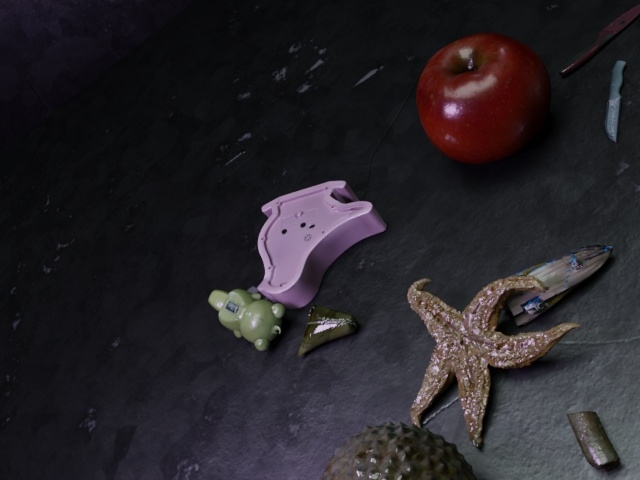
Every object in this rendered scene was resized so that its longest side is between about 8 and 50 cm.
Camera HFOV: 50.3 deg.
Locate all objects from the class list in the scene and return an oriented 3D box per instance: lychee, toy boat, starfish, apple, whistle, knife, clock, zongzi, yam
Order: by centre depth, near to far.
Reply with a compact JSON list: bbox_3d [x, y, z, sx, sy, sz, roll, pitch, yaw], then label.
[{"bbox_3d":[0.103,0.386,0.959,0.255,0.274,0.255,-2,82,17],"label":"lychee"},{"bbox_3d":[0.390,0.282,0.976,0.043,0.043,0.094,-27,45,16],"label":"yam"},{"bbox_3d":[0.255,0.190,1.126,0.299,0.060,0.302,17,86,37],"label":"starfish"},{"bbox_3d":[0.394,0.063,1.141,0.210,0.066,0.084,-30,70,8],"label":"toy boat"},{"bbox_3d":[0.571,-0.273,1.323,0.028,0.015,0.210,1,57,31],"label":"knife"},{"bbox_3d":[0.013,0.191,1.337,0.104,0.052,0.113,13,78,36],"label":"zongzi"},{"bbox_3d":[0.327,-0.283,1.364,0.260,0.216,0.260,-21,45,22],"label":"apple"},{"bbox_3d":[0.598,-0.428,1.433,0.247,0.018,0.035,-39,39,-1],"label":"knife"},{"bbox_3d":[-0.162,0.158,1.459,0.227,0.085,0.105,19,81,42],"label":"whistle"},{"bbox_3d":[0.000,0.000,1.477,0.290,0.080,0.275,-18,47,26],"label":"clock"}]
